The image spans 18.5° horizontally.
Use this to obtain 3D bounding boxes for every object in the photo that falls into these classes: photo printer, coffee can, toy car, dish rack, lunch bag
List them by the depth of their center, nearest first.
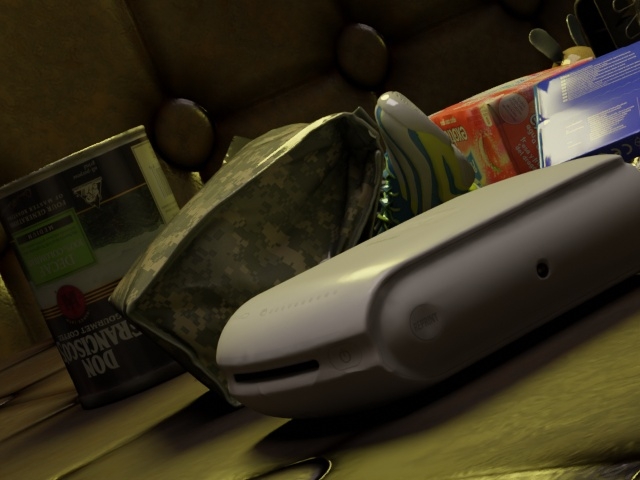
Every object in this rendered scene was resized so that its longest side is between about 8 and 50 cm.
[{"bbox_3d":[0.079,0.043,1.534,0.307,0.107,0.256,-26,5,-30],"label":"photo printer"},{"bbox_3d":[-0.051,0.002,1.875,0.287,0.169,0.235,-50,8,-7],"label":"lunch bag"},{"bbox_3d":[-0.241,0.030,2.296,0.202,0.275,0.201,-24,4,2],"label":"coffee can"},{"bbox_3d":[0.464,-0.248,2.404,0.271,0.208,0.074,-13,23,48],"label":"dish rack"},{"bbox_3d":[0.336,-0.201,2.609,0.149,0.188,0.155,-19,6,46],"label":"toy car"}]

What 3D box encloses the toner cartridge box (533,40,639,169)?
[{"bbox_3d":[0.399,-0.159,2.071,0.348,0.075,0.165,-22,33,20],"label":"toner cartridge box"}]

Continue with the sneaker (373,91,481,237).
[{"bbox_3d":[0.092,-0.031,1.885,0.126,0.240,0.091,-40,38,-1],"label":"sneaker"}]

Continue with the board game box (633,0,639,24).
[{"bbox_3d":[0.465,-0.195,1.734,0.232,0.141,0.291,-26,19,-25],"label":"board game box"}]

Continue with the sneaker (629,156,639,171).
[{"bbox_3d":[0.266,-0.031,1.678,0.188,0.071,0.066,-27,5,-40],"label":"sneaker"}]

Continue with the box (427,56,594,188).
[{"bbox_3d":[0.245,-0.120,2.422,0.154,0.142,0.300,-25,5,-15],"label":"box"}]

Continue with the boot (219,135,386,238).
[{"bbox_3d":[0.001,-0.004,2.232,0.260,0.131,0.348,11,35,3],"label":"boot"}]
